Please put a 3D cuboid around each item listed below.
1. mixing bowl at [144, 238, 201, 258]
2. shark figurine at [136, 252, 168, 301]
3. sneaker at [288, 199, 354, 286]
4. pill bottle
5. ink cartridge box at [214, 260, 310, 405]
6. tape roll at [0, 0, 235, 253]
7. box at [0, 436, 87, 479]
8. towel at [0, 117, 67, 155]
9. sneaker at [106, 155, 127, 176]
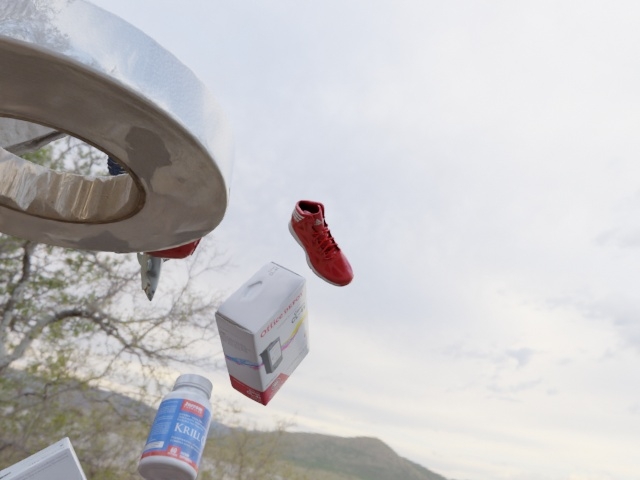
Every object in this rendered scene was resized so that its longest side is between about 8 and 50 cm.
[{"bbox_3d":[-0.328,-0.024,1.188,0.098,0.181,0.181,29,-30,-14],"label":"mixing bowl"},{"bbox_3d":[-0.470,0.029,1.495,0.116,0.166,0.278,0,-46,-33],"label":"shark figurine"},{"bbox_3d":[0.000,0.000,1.144,0.221,0.087,0.128,47,-22,18],"label":"sneaker"},{"bbox_3d":[-0.311,0.415,1.123,0.124,0.221,0.124,3,-48,3],"label":"pill bottle"},{"bbox_3d":[-0.140,0.247,1.324,0.131,0.226,0.306,24,-43,25],"label":"ink cartridge box"},{"bbox_3d":[-0.287,-0.095,0.536,0.392,0.072,0.392,2,-27,1],"label":"tape roll"},{"bbox_3d":[-0.737,0.669,1.357,0.181,0.182,0.119,-24,7,-30],"label":"box"},{"bbox_3d":[-0.569,-0.227,0.854,0.282,0.187,0.049,-23,-7,-16],"label":"towel"},{"bbox_3d":[-0.346,-0.163,0.909,0.052,0.058,0.135,25,-59,17],"label":"sneaker"}]
